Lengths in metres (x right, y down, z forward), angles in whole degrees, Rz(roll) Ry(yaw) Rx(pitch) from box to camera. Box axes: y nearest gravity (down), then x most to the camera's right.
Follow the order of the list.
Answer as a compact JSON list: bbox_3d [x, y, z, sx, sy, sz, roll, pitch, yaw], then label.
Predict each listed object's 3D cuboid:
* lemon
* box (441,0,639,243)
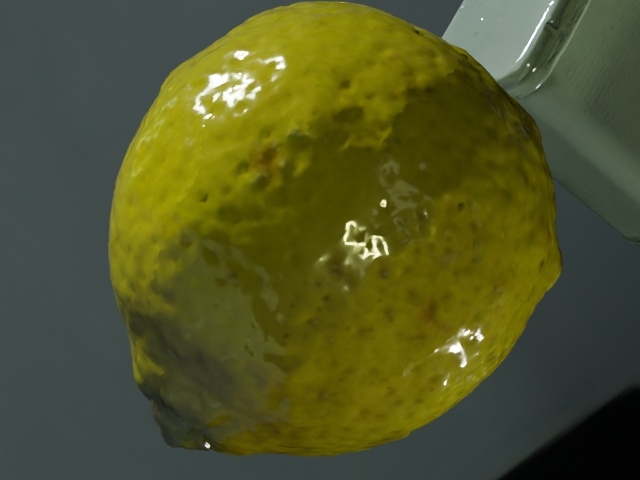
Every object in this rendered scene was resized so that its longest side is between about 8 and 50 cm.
[{"bbox_3d":[0.000,0.000,1.185,0.349,0.387,0.350,34,-21,15],"label":"lemon"},{"bbox_3d":[0.351,-0.221,1.725,0.344,0.352,0.177,37,-16,-27],"label":"box"}]
